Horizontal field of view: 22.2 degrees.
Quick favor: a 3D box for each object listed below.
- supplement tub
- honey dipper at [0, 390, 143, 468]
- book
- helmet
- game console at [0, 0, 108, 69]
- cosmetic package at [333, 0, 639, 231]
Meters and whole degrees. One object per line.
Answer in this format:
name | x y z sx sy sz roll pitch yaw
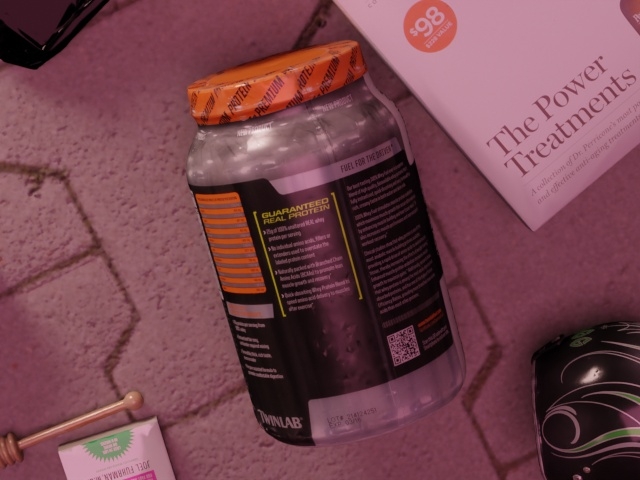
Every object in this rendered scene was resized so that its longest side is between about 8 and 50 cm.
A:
supplement tub | 0.000 0.000 1.400 0.194 0.193 0.316 -15 103 0
honey dipper | -0.239 0.174 1.511 0.161 0.030 0.030 -22 103 -3
book | -0.178 0.245 1.529 0.096 0.035 0.144 -17 101 -3
helmet | 0.279 0.156 1.467 0.161 0.169 0.169 -7 103 15
game console | -0.203 -0.332 1.393 0.361 0.044 0.213 -44 103 7
cosmetic package | 0.232 -0.237 1.413 0.377 0.097 0.284 -41 99 6
